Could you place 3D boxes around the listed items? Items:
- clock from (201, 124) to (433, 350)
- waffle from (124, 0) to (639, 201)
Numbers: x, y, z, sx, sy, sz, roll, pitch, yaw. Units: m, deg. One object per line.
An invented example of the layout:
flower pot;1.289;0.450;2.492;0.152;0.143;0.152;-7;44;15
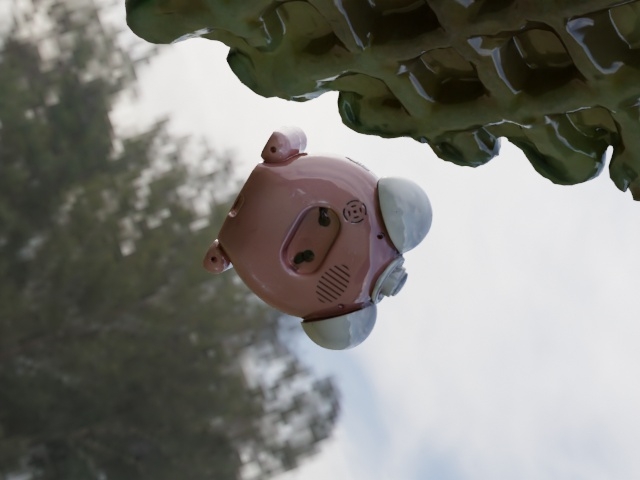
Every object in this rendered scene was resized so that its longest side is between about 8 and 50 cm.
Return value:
clock;0.000;0.000;1.533;0.162;0.166;0.093;30;14;4
waffle;0.051;-0.139;0.690;0.309;0.056;0.291;20;-39;8
